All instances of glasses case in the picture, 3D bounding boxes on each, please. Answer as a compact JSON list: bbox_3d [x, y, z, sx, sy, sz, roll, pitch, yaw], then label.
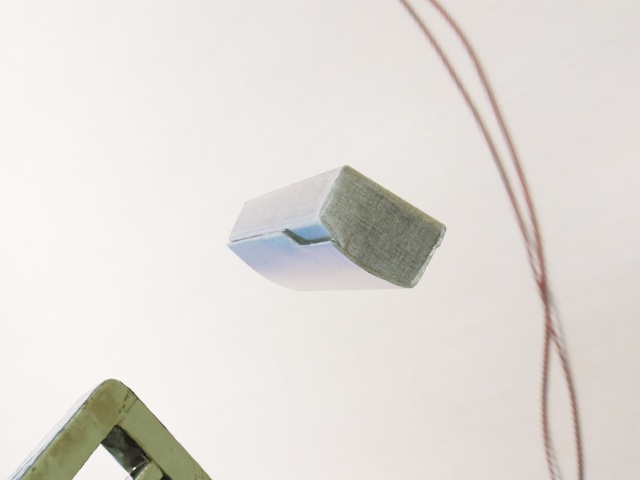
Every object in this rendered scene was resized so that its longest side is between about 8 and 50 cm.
[{"bbox_3d":[0.000,0.000,0.658,0.071,0.047,0.205,31,168,-15],"label":"glasses case"}]

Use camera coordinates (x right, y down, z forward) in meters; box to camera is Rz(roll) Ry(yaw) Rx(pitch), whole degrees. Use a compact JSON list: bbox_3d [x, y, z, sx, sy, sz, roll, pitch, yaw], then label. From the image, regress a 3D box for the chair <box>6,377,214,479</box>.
[{"bbox_3d":[-0.047,0.136,0.281,0.147,0.270,0.136,-32,101,35],"label":"chair"}]
